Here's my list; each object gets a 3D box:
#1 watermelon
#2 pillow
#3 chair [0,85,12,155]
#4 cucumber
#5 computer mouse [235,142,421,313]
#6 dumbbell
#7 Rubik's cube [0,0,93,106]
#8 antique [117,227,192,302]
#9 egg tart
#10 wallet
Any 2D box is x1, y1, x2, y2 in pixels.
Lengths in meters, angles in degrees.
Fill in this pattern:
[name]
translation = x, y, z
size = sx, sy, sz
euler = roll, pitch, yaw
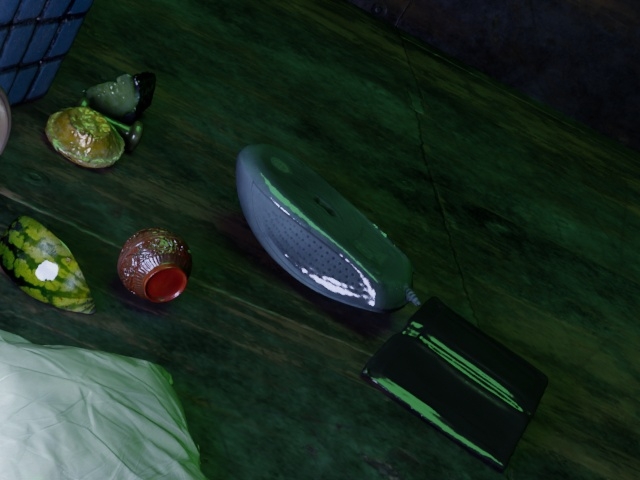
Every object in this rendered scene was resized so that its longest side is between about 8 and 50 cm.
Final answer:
[watermelon]
translation = -0.356, 0.032, 1.544
size = 0.163, 0.087, 0.069
euler = 39, 61, 25
[pillow]
translation = -0.237, 0.197, 1.292
size = 0.274, 0.076, 0.281
euler = 18, 26, -33
[chair]
translation = -0.546, -0.171, 1.556
size = 0.272, 0.188, 0.166
euler = 30, 23, 7
[cucumber]
translation = -0.329, -0.240, 2.093
size = 0.193, 0.115, 0.086
euler = -79, 149, -75
[computer mouse]
translation = 0.000, 0.000, 1.948
size = 0.371, 0.122, 0.188
euler = 40, 26, 6
[dumbbell]
translation = -0.345, -0.188, 2.007
size = 0.118, 0.052, 0.046
euler = 23, 54, -15
[Rubik's cube]
translation = -0.548, -0.412, 1.844
size = 0.344, 0.344, 0.337
euler = 34, 24, 6
[antique]
translation = -0.219, 0.030, 1.638
size = 0.104, 0.104, 0.104
euler = 26, 23, -12
[egg tart]
translation = -0.359, -0.169, 1.920
size = 0.129, 0.049, 0.129
euler = 19, 41, -17
[wallet]
translation = 0.213, 0.204, 1.881
size = 0.247, 0.041, 0.323
euler = 33, 26, 9
